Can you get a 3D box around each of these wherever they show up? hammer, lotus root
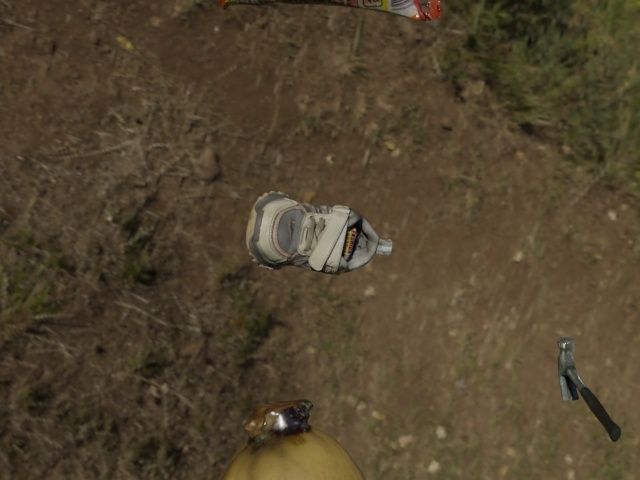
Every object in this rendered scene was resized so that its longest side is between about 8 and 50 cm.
[{"bbox_3d":[0.425,0.253,1.637,0.029,0.246,0.103,-7,112,-4],"label":"hammer"},{"bbox_3d":[-0.018,0.255,0.800,0.140,0.154,0.257,-11,87,-28],"label":"lotus root"}]

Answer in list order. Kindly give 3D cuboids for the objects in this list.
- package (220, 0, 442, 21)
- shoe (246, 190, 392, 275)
[{"bbox_3d":[-0.005,-0.358,1.137,0.108,0.288,0.223,-54,147,-63],"label":"package"},{"bbox_3d":[0.000,0.000,1.144,0.180,0.092,0.089,8,95,-51],"label":"shoe"}]
